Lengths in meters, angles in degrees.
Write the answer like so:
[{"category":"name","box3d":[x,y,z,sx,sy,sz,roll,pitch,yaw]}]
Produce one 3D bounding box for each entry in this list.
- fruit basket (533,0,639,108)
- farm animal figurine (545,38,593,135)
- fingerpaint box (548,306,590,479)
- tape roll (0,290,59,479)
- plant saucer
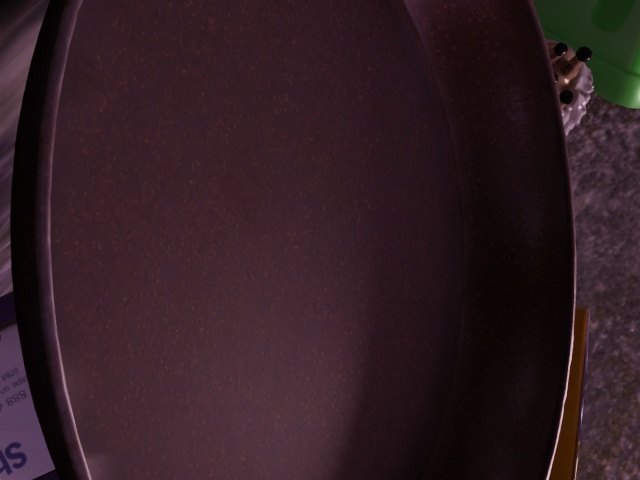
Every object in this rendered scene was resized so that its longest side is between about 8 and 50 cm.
[{"category":"fruit basket","box3d":[0.270,-0.253,1.732,0.392,0.283,0.392,-56,168,-19]},{"category":"farm animal figurine","box3d":[0.071,-0.070,1.466,0.172,0.330,0.326,121,-16,-70]},{"category":"fingerpaint box","box3d":[0.038,0.139,1.371,0.445,0.371,0.163,53,44,-80]},{"category":"tape roll","box3d":[-0.104,0.097,0.658,0.275,0.090,0.275,-19,-160,7]},{"category":"plant saucer","box3d":[0.000,0.000,0.526,0.050,0.310,0.310,-1,-152,34]}]
